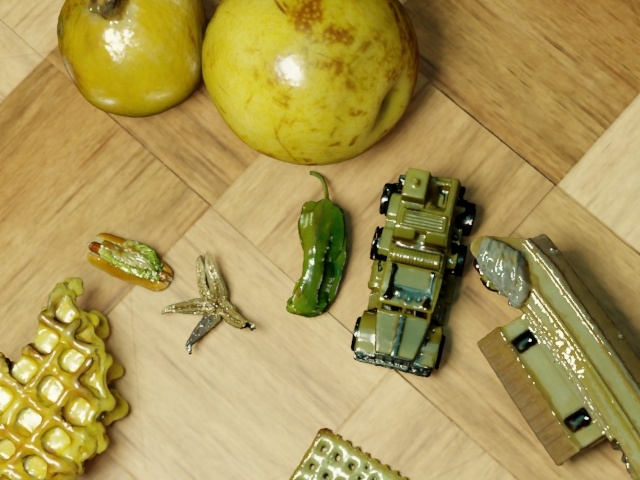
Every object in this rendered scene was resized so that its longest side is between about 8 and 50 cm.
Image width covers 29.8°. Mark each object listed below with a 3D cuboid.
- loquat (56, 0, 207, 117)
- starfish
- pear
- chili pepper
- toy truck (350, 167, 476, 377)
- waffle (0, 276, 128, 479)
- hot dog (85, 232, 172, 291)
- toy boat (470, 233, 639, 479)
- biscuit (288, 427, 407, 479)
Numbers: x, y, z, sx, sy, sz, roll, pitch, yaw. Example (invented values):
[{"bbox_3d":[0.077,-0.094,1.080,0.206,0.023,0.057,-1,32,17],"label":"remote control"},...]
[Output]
[{"bbox_3d":[-0.251,-0.275,1.590,0.213,0.246,0.214,-2,75,7],"label":"loquat"},{"bbox_3d":[-0.137,0.094,1.591,0.130,0.041,0.133,25,85,18],"label":"starfish"},{"bbox_3d":[-0.015,-0.231,1.555,0.280,0.281,0.281,-1,76,4],"label":"pear"},{"bbox_3d":[-0.002,-0.001,1.589,0.073,0.072,0.204,4,79,18],"label":"chili pepper"},{"bbox_3d":[0.119,0.040,1.548,0.127,0.127,0.257,12,80,6],"label":"toy truck"},{"bbox_3d":[-0.417,0.195,1.534,0.324,0.151,0.261,-9,72,3],"label":"waffle"},{"bbox_3d":[-0.256,0.027,1.617,0.133,0.041,0.056,23,79,9],"label":"hot dog"},{"bbox_3d":[0.321,0.180,1.495,0.162,0.136,0.445,-36,77,4],"label":"toy boat"},{"bbox_3d":[0.049,0.345,1.528,0.203,0.016,0.144,33,80,12],"label":"biscuit"}]
